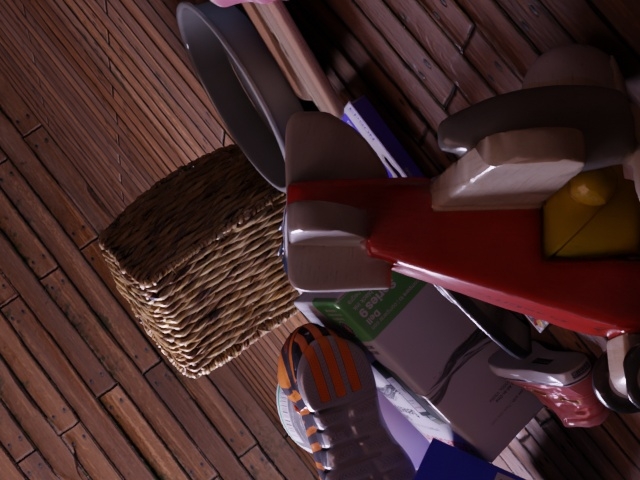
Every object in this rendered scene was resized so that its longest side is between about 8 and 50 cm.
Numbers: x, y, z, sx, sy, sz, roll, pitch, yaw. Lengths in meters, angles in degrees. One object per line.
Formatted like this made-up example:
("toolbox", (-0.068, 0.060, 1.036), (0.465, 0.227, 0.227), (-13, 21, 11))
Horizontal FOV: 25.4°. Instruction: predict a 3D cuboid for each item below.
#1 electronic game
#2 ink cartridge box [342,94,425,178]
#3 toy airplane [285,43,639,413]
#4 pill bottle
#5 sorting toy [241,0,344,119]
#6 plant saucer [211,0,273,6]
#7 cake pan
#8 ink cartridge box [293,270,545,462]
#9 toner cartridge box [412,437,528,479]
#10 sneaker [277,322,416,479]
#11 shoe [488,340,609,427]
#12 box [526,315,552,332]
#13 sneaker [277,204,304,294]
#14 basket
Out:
("electronic game", (0.142, 0.036, 1.499), (0.229, 0.048, 0.229), (46, -172, -9))
("ink cartridge box", (0.087, -0.073, 1.705), (0.206, 0.045, 0.208), (53, 166, -1))
("toy airplane", (0.153, -0.040, 1.165), (0.384, 0.272, 0.386), (25, 172, -42))
("pill bottle", (0.074, 0.241, 2.126), (0.204, 0.204, 0.361), (56, 165, -8))
("sorting toy", (-0.037, -0.238, 1.680), (0.193, 0.038, 0.208), (58, 177, -17))
("plant saucer", (-0.154, -0.341, 1.363), (0.332, 0.084, 0.332), (45, -172, -8))
("cake pan", (-0.097, -0.202, 1.913), (0.293, 0.054, 0.293), (54, 168, 18))
("ink cartridge box", (0.127, 0.140, 1.823), (0.289, 0.121, 0.211), (46, 167, -9))
("toner cartridge box", (0.240, 0.357, 1.864), (0.165, 0.075, 0.348), (23, 169, 24))
("sneaker", (0.033, 0.251, 1.845), (0.180, 0.124, 0.321), (-145, 41, -73))
("shoe", (0.266, 0.171, 1.664), (0.178, 0.063, 0.081), (4, 124, 63))
("box", (0.231, 0.018, 1.493), (0.114, 0.036, 0.207), (51, 165, 13))
("sneaker", (0.000, 0.000, 1.973), (0.127, 0.126, 0.321), (-122, 17, -44))
("basket", (-0.162, 0.023, 2.169), (0.213, 0.299, 0.223), (37, 157, 47))
